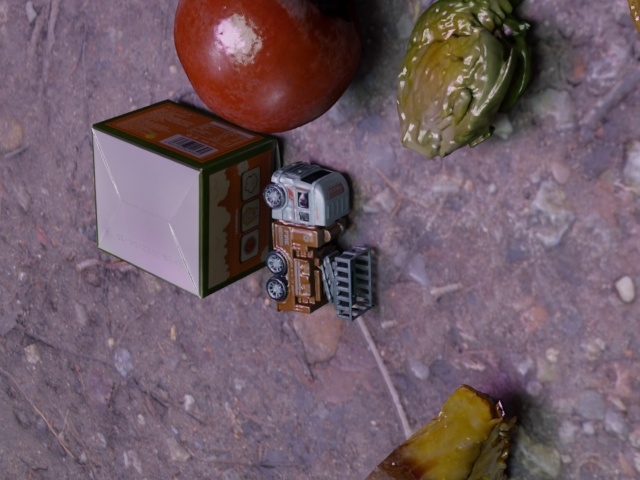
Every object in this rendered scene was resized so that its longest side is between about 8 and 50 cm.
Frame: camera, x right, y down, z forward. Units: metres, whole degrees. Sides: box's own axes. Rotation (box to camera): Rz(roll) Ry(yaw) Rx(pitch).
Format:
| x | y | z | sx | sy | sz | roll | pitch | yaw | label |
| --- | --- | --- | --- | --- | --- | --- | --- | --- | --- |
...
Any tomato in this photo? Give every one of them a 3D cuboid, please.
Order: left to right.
| x | y | z | sx | sy | sz | roll | pitch | yaw | label |
| --- | --- | --- | --- | --- | --- | --- | --- | --- | --- |
| -0.052 | -0.228 | 1.293 | 0.208 | 0.208 | 0.184 | 48 | 134 | 16 | tomato |

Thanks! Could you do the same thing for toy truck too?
| x | y | z | sx | sy | sz | roll | pitch | yaw | label |
| --- | --- | --- | --- | --- | --- | --- | --- | --- | --- |
| -0.001 | 0.000 | 1.423 | 0.115 | 0.080 | 0.178 | 10 | 114 | 32 | toy truck |

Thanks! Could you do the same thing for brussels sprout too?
| x | y | z | sx | sy | sz | roll | pitch | yaw | label |
| --- | --- | --- | --- | --- | --- | --- | --- | --- | --- |
| 0.145 | -0.171 | 1.224 | 0.139 | 0.100 | 0.181 | 43 | 131 | 33 | brussels sprout |

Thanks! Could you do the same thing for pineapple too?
| x | y | z | sx | sy | sz | roll | pitch | yaw | label |
| --- | --- | --- | --- | --- | --- | --- | --- | --- | --- |
| 0.129 | 0.262 | 1.337 | 0.114 | 0.186 | 0.236 | 35 | 132 | 27 | pineapple |

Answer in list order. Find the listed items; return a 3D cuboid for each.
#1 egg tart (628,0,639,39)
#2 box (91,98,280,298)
| x | y | z | sx | sy | sz | roll | pitch | yaw | label |
| --- | --- | --- | --- | --- | --- | --- | --- | --- | --- |
| 0.394 | -0.227 | 0.971 | 0.294 | 0.123 | 0.294 | 13 | 111 | 38 | egg tart |
| -0.168 | -0.058 | 1.497 | 0.194 | 0.148 | 0.178 | 22 | 123 | 33 | box |
